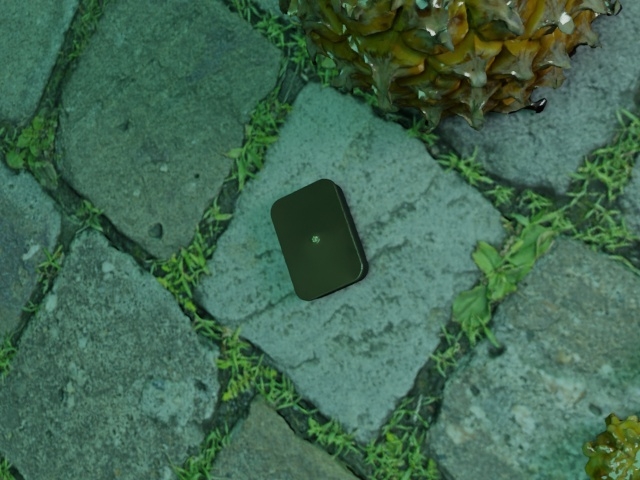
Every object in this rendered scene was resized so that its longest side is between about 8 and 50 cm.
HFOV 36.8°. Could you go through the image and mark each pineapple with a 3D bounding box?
[{"bbox_3d":[0.110,-0.289,0.929,0.352,0.300,0.353,-5,78,23],"label":"pineapple"}]

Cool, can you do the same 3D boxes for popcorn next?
[{"bbox_3d":[0.291,0.206,0.919,0.082,0.057,0.083,-25,72,21],"label":"popcorn"}]

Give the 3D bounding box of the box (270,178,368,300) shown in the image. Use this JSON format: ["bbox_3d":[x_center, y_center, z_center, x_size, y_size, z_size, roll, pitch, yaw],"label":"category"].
[{"bbox_3d":[0.000,0.000,1.097,0.091,0.031,0.126,-26,74,22],"label":"box"}]
